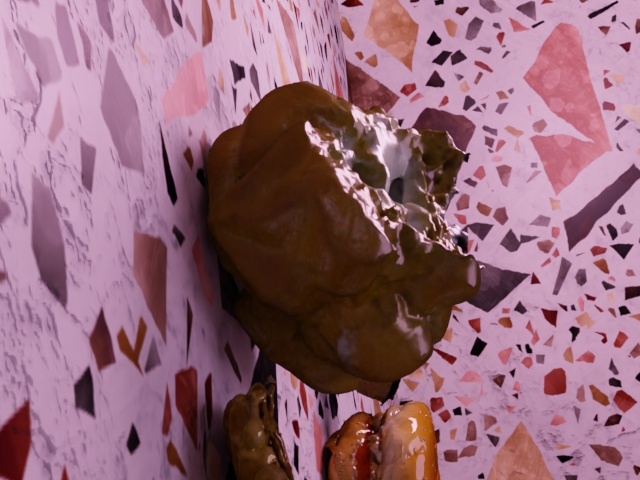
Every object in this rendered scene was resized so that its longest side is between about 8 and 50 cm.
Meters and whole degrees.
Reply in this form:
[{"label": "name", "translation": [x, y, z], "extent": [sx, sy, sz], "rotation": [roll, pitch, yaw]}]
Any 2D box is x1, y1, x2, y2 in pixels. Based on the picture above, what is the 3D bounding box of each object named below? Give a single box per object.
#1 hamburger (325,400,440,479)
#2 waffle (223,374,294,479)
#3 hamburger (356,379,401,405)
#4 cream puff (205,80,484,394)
[{"label": "hamburger", "translation": [0.100, 0.366, 1.274], "extent": [0.244, 0.163, 0.244], "rotation": [-8, 90, -84]}, {"label": "waffle", "translation": [-0.031, 0.252, 0.706], "extent": [0.245, 0.052, 0.254], "rotation": [88, -15, -54]}, {"label": "hamburger", "translation": [0.073, 0.100, 1.377], "extent": [0.168, 0.192, 0.288], "rotation": [-6, 112, -76]}, {"label": "cream puff", "translation": [-0.002, 0.000, 0.869], "extent": [0.323, 0.270, 0.274], "rotation": [-86, -161, -55]}]
